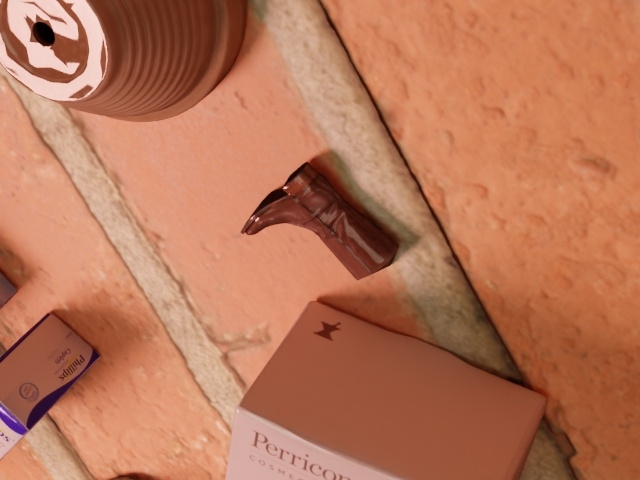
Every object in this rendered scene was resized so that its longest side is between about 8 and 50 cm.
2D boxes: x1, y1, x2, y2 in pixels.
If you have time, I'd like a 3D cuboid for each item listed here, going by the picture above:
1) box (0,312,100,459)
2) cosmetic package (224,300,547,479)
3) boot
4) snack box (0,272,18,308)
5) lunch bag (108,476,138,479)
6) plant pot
[{"bbox_3d":[-0.309,0.158,1.375,0.072,0.126,0.137,44,132,-4],"label":"box"},{"bbox_3d":[0.031,0.301,1.264,0.230,0.161,0.453,21,131,14],"label":"cosmetic package"},{"bbox_3d":[0.000,0.000,1.145,0.114,0.037,0.106,42,135,-11],"label":"boot"},{"bbox_3d":[-0.436,0.046,1.402,0.174,0.070,0.207,48,131,-11],"label":"snack box"},{"bbox_3d":[-0.221,0.448,1.452,0.212,0.256,0.305,-23,110,39],"label":"lunch bag"},{"bbox_3d":[-0.185,-0.183,1.062,0.237,0.110,0.237,15,130,19],"label":"plant pot"}]
